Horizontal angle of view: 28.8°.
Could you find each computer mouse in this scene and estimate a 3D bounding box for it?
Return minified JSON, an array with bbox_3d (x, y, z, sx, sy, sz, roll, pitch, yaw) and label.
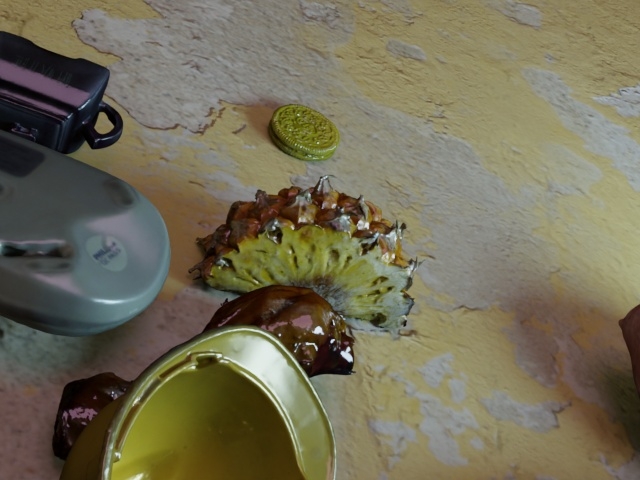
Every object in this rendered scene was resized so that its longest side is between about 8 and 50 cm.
[{"bbox_3d":[-0.290,-0.016,1.094,0.331,0.095,0.197,24,35,12],"label":"computer mouse"}]

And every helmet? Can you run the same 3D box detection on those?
[{"bbox_3d":[-0.112,0.188,0.911,0.205,0.140,0.257,58,36,-15],"label":"helmet"}]

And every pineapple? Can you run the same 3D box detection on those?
[{"bbox_3d":[0.000,0.001,1.204,0.233,0.135,0.079,12,38,-15],"label":"pineapple"}]

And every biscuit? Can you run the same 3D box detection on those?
[{"bbox_3d":[-0.019,-0.123,1.432,0.084,0.023,0.084,16,40,-14],"label":"biscuit"}]

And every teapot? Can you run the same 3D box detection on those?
[{"bbox_3d":[-0.284,-0.133,1.242,0.177,0.087,0.096,19,42,-8],"label":"teapot"}]

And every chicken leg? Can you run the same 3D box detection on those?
[{"bbox_3d":[-0.094,0.109,1.055,0.304,0.093,0.113,-21,28,-40],"label":"chicken leg"}]

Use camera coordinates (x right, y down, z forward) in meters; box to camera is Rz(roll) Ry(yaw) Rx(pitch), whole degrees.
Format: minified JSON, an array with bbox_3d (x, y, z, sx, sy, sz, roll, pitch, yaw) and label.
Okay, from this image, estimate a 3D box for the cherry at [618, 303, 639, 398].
[{"bbox_3d":[0.421,0.144,1.225,0.239,0.239,0.206,-1,80,-31],"label":"cherry"}]
